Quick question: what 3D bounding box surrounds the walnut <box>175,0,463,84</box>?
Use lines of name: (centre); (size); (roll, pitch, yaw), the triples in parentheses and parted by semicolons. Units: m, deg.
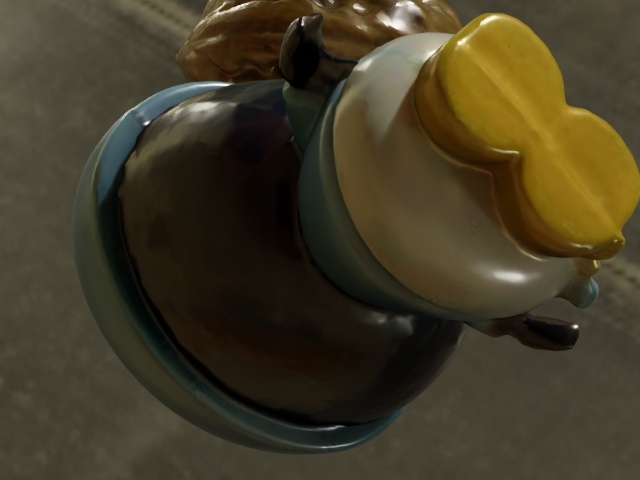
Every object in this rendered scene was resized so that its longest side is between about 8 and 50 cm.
walnut: (-0.001, -0.098, 1.185); (0.184, 0.155, 0.155); (12, 51, 4)

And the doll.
doll: (0.000, 0.000, 0.782); (0.177, 0.314, 0.141); (50, 57, -11)
